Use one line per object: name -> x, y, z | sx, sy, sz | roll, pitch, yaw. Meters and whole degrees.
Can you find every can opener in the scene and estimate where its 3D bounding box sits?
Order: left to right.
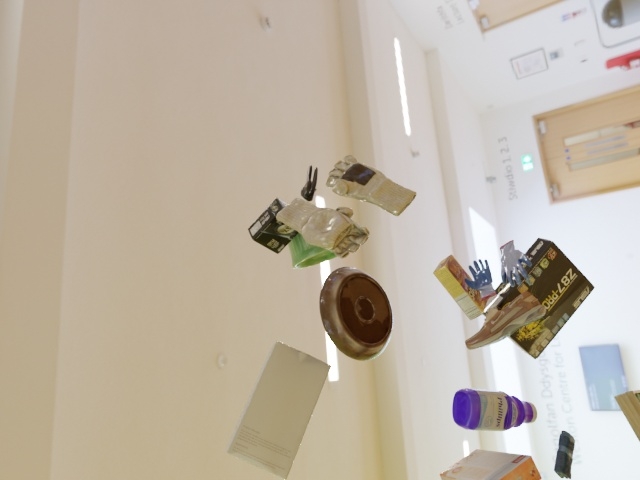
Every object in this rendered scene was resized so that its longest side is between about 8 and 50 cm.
can opener -> -0.036, -0.232, 1.911 | 0.059, 0.073, 0.186 | 29, -134, -17

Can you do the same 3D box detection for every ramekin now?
ramekin -> 0.000, 0.000, 2.036 | 0.303, 0.303, 0.148 | -3, -110, -59

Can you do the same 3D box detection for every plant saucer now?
plant saucer -> 0.132, 0.227, 1.525 | 0.310, 0.050, 0.311 | 17, -120, -33

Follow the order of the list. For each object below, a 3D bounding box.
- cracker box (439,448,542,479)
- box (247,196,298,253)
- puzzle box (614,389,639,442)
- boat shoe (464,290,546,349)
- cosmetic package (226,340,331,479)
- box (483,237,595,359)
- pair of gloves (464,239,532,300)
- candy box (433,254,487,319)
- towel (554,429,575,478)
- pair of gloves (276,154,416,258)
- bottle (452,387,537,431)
cracker box -> 0.460, 0.647, 1.300 | 0.155, 0.232, 0.067 | -18, -102, -25
box -> -0.170, -0.056, 1.875 | 0.147, 0.180, 0.077 | 33, -163, -43
puzzle box -> 0.951, 0.598, 1.250 | 0.272, 0.052, 0.409 | 14, -133, -43
boat shoe -> 0.682, 0.305, 1.794 | 0.123, 0.324, 0.116 | 17, -139, -56
cosmetic package -> -0.140, 0.557, 1.590 | 0.217, 0.156, 0.385 | 27, -113, -2
box -> 0.881, 0.237, 1.932 | 0.318, 0.395, 0.097 | 41, 178, -19
pair of gloves -> 0.511, 0.091, 1.376 | 0.023, 0.198, 0.159 | 37, -148, -26
candy box -> 0.439, 0.144, 1.479 | 0.187, 0.053, 0.109 | 52, -148, 2
towel -> 0.694, 0.607, 1.343 | 0.067, 0.029, 0.119 | 43, -121, -28
pair of gloves -> 0.050, -0.076, 0.974 | 0.240, 0.204, 0.042 | -39, -38, -21
bottle -> 0.536, 0.519, 1.444 | 0.282, 0.092, 0.118 | 13, -102, -24
